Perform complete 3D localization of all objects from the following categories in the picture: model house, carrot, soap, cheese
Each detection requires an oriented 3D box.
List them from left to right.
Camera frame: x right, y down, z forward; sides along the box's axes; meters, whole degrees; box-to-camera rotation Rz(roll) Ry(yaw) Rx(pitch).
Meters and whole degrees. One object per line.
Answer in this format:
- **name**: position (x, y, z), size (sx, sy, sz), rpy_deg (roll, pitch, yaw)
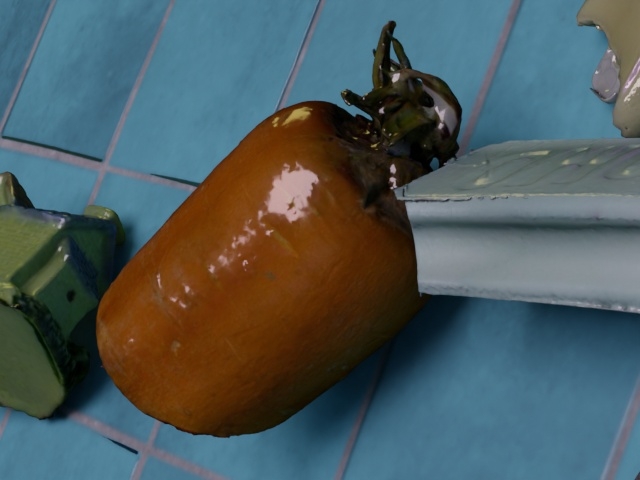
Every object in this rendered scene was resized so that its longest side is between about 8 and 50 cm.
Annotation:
- **model house**: position (-0.293, 0.045, 1.545), size (0.214, 0.195, 0.189), rpy_deg (4, 48, 33)
- **carrot**: position (0.000, 0.000, 1.211), size (0.331, 0.214, 0.193), rpy_deg (-48, 60, 23)
- **soap**: position (0.183, -0.016, 1.042), size (0.261, 0.150, 0.094), rpy_deg (4, 107, 47)
- **cheese**: position (0.261, -0.198, 1.117), size (0.235, 0.050, 0.127), rpy_deg (-62, 31, 23)

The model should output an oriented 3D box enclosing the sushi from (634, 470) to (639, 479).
- **sushi**: position (0.304, 0.239, 0.857), size (0.343, 0.064, 0.359), rpy_deg (38, 97, 44)
